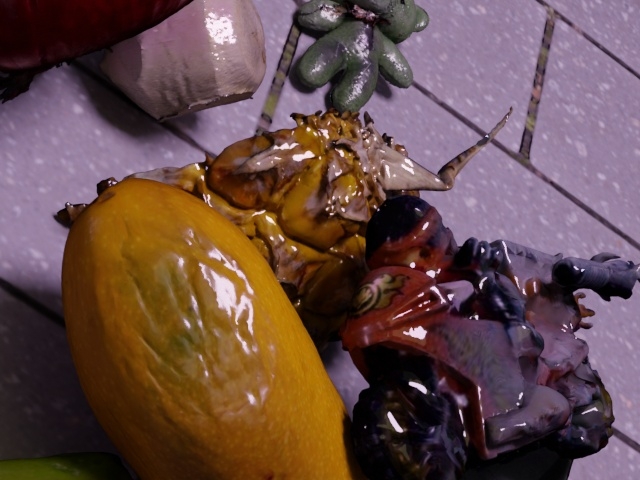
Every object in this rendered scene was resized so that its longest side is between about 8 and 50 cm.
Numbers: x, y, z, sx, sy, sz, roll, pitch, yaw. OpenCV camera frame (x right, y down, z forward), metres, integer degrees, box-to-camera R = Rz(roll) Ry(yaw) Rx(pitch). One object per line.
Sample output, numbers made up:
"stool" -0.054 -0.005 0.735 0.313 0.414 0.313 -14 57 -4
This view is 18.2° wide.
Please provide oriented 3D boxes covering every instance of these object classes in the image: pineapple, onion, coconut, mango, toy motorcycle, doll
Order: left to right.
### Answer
"onion" -0.192 -0.252 1.370 0.273 0.273 0.285 -50 135 -49
"coconut" -0.106 -0.139 1.491 0.110 0.124 0.110 -11 90 -73
"mango" -0.057 0.121 1.299 0.359 0.144 0.187 62 14 -7
"pineapple" 0.003 -0.003 1.445 0.334 0.158 0.161 -2 63 -43
"doll" 0.036 -0.171 1.672 0.115 0.077 0.150 30 55 -7
"toy motorcycle" 0.134 0.066 1.429 0.401 0.134 0.207 -4 71 -50

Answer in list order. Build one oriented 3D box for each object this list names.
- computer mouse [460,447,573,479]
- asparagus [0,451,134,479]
"computer mouse" 0.100 0.171 1.473 0.126 0.071 0.231 47 42 14
"asparagus" -0.232 0.162 1.191 0.278 0.060 0.067 4 80 -40
